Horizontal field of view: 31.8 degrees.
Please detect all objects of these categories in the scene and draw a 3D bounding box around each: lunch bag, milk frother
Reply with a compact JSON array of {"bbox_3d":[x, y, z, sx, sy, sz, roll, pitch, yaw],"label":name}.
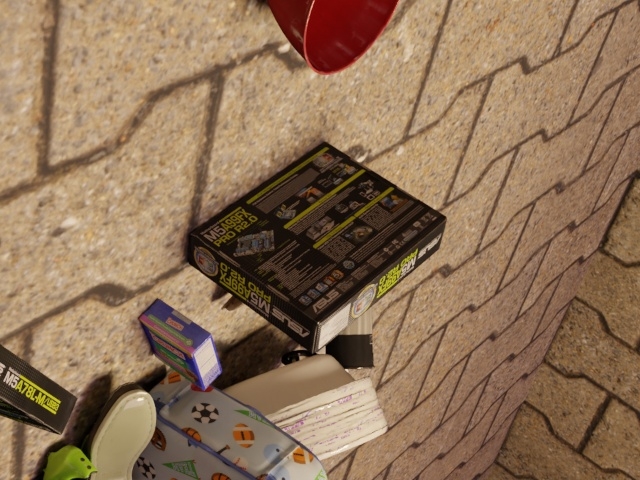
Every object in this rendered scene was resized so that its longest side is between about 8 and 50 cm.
[{"bbox_3d":[-0.137,0.337,1.534,0.115,0.303,0.243,-35,151,-46],"label":"lunch bag"},{"bbox_3d":[0.012,0.144,1.843,0.129,0.143,0.135,162,-72,-75],"label":"milk frother"}]

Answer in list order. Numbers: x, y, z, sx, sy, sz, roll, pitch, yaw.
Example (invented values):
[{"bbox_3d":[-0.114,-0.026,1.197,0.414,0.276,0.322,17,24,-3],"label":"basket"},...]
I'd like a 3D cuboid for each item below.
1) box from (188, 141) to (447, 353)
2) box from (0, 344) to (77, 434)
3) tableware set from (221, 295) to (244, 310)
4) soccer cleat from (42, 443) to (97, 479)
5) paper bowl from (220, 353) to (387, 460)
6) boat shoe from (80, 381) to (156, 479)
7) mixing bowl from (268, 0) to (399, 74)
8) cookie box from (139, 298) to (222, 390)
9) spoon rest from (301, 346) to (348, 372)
[{"bbox_3d":[0.000,0.000,1.453,0.270,0.216,0.060,-38,150,-37],"label":"box"},{"bbox_3d":[-0.333,0.105,0.980,0.184,0.190,0.045,59,47,-65],"label":"box"},{"bbox_3d":[-0.057,0.043,1.533,0.141,0.020,0.168,-44,-162,-33],"label":"tableware set"},{"bbox_3d":[-0.335,0.343,1.450,0.060,0.072,0.179,-22,141,-52],"label":"soccer cleat"},{"bbox_3d":[-0.052,0.269,1.715,0.284,0.148,0.284,-20,174,-2],"label":"paper bowl"},{"bbox_3d":[-0.276,0.267,1.475,0.081,0.069,0.228,-1,126,-32],"label":"boat shoe"},{"bbox_3d":[0.006,-0.284,1.228,0.181,0.098,0.181,-44,155,-26],"label":"mixing bowl"},{"bbox_3d":[-0.179,0.135,1.448,0.040,0.092,0.107,-48,156,-24],"label":"cookie box"},{"bbox_3d":[-0.001,0.278,2.003,0.137,0.084,0.276,-38,151,-34],"label":"spoon rest"}]
